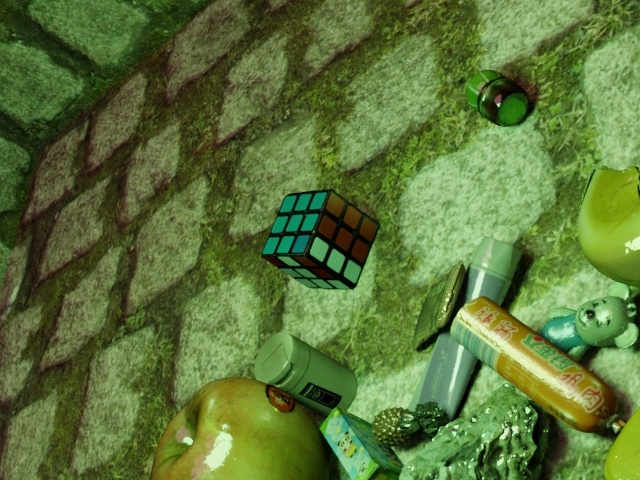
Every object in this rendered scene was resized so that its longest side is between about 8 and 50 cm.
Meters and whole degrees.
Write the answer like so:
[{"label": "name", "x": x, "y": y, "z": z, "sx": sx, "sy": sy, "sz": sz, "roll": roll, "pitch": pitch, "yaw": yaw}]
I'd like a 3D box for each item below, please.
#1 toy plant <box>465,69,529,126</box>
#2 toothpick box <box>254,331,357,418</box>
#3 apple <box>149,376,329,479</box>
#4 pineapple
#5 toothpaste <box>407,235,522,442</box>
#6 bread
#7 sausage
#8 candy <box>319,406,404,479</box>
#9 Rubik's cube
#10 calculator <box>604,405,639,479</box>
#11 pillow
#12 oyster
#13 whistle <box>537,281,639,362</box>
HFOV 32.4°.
[{"label": "toy plant", "x": 0.345, "y": -0.287, "z": 2.190, "sx": 0.093, "sy": 0.093, "sz": 0.162, "roll": -51, "pitch": 32, "yaw": 9}, {"label": "toothpick box", "x": -0.029, "y": 0.260, "z": 2.117, "sx": 0.111, "sy": 0.181, "sz": 0.111, "roll": -33, "pitch": 39, "yaw": 32}, {"label": "apple", "x": -0.134, "y": 0.427, "z": 2.000, "sx": 0.338, "sy": 0.305, "sz": 0.338, "roll": -50, "pitch": 19, "yaw": 24}, {"label": "pineapple", "x": 0.158, "y": 0.316, "z": 1.898, "sx": 0.159, "sy": 0.074, "sz": 0.074, "roll": -24, "pitch": 44, "yaw": 52}, {"label": "toothpaste", "x": 0.245, "y": 0.174, "z": 1.933, "sx": 0.125, "sy": 0.080, "sz": 0.371, "roll": 21, "pitch": 86, "yaw": 59}, {"label": "bread", "x": 0.486, "y": -0.012, "z": 1.701, "sx": 0.156, "sy": 0.158, "sz": 0.260, "roll": -45, "pitch": 25, "yaw": 33}, {"label": "sausage", "x": 0.341, "y": 0.201, "z": 1.700, "sx": 0.312, "sy": 0.093, "sz": 0.093, "roll": 38, "pitch": 94, "yaw": 39}, {"label": "candy", "x": 0.081, "y": 0.380, "z": 1.944, "sx": 0.062, "sy": 0.097, "sz": 0.194, "roll": -55, "pitch": 31, "yaw": 8}, {"label": "Rubik's cube", "x": 0.000, "y": 0.000, "z": 2.334, "sx": 0.162, "sy": 0.163, "sz": 0.160, "roll": -1, "pitch": 61, "yaw": 49}, {"label": "calculator", "x": 0.474, "y": 0.299, "z": 1.544, "sx": 0.235, "sy": 0.032, "sz": 0.146, "roll": -57, "pitch": 31, "yaw": -4}, {"label": "pillow", "x": 0.212, "y": 0.117, "z": 1.983, "sx": 0.211, "sy": 0.034, "sz": 0.135, "roll": 117, "pitch": 176, "yaw": -68}, {"label": "oyster", "x": 0.244, "y": 0.345, "z": 1.743, "sx": 0.267, "sy": 0.112, "sz": 0.198, "roll": -52, "pitch": 32, "yaw": 13}, {"label": "whistle", "x": 0.399, "y": 0.147, "z": 1.745, "sx": 0.236, "sy": 0.077, "sz": 0.114, "roll": -29, "pitch": 52, "yaw": 39}]
